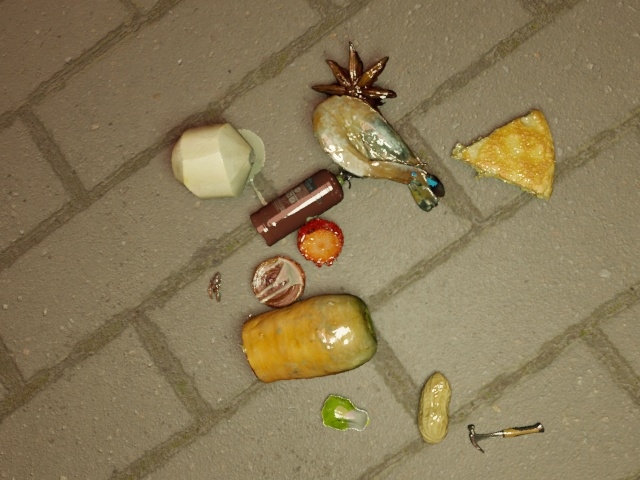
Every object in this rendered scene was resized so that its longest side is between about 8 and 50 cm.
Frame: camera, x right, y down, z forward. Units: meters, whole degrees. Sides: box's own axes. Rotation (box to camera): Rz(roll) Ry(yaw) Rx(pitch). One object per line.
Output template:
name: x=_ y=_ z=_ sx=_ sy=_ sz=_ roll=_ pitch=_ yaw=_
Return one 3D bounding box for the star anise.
star anise: x=0.110 y=-0.451 z=1.382 sx=0.272 sy=0.102 sz=0.271 roll=8 pitch=114 yaw=19

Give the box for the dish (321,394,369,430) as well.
dish: x=0.073 y=0.501 z=1.330 sx=0.137 sy=0.039 sz=0.091 roll=16 pitch=82 yaw=7

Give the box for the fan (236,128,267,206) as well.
fan: x=-0.230 y=-0.206 z=1.445 sx=0.191 sy=0.009 sz=0.329 roll=-31 pitch=82 yaw=3

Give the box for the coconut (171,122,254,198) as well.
coconut: x=-0.300 y=-0.230 z=1.349 sx=0.241 sy=0.241 sz=0.241 roll=-1 pitch=85 yaw=7

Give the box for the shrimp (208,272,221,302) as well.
shrimp: x=-0.324 y=0.145 z=1.415 sx=0.038 sy=0.029 sz=0.092 roll=1 pitch=89 yaw=6

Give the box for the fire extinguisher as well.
fire extinguisher: x=-0.037 y=-0.112 z=1.353 sx=0.337 sy=0.135 sz=0.114 roll=-33 pitch=124 yaw=3

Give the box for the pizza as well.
pizza: x=0.522 y=-0.256 z=1.329 sx=0.288 sy=0.075 sz=0.279 roll=5 pitch=81 yaw=9

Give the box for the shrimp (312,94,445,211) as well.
shrimp: x=0.166 y=-0.240 z=1.300 sx=0.446 sy=0.110 sz=0.221 roll=36 pitch=62 yaw=-7

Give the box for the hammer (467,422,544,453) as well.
hammer: x=0.516 y=0.539 z=1.280 sx=0.201 sy=0.021 sz=0.078 roll=-11 pitch=84 yaw=7

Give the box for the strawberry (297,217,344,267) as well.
strawberry: x=0.000 y=0.000 z=1.346 sx=0.145 sy=0.086 sz=0.145 roll=-6 pitch=123 yaw=-9

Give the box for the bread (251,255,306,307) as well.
bread: x=-0.119 y=0.125 z=1.370 sx=0.161 sy=0.073 sz=0.160 roll=-1 pitch=82 yaw=10

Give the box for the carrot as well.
carrot: x=-0.024 y=0.271 z=1.271 sx=0.341 sy=0.224 sz=0.224 roll=-18 pitch=83 yaw=10

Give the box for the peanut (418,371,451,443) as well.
peanut: x=0.316 y=0.464 z=1.277 sx=0.083 sy=0.093 sz=0.194 roll=5 pitch=88 yaw=21
